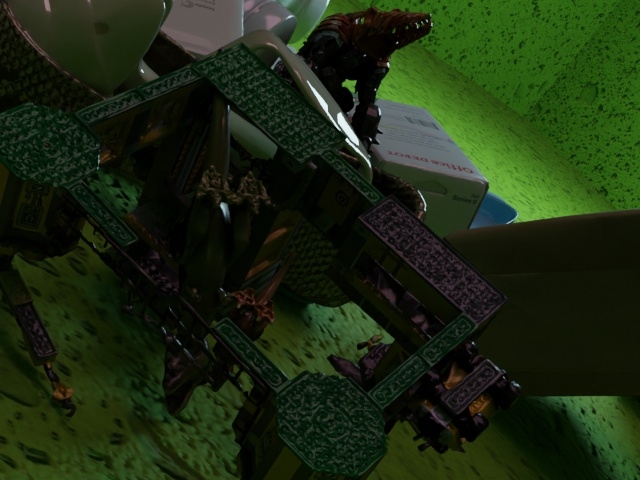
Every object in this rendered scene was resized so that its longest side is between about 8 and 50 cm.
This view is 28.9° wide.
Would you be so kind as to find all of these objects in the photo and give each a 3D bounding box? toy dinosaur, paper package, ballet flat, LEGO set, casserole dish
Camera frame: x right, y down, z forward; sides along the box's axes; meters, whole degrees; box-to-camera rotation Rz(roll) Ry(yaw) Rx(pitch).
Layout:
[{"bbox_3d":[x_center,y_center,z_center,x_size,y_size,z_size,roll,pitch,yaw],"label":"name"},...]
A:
[{"bbox_3d":[0.009,-0.188,1.414,0.164,0.218,0.322,22,-26,-3],"label":"toy dinosaur"},{"bbox_3d":[0.327,0.057,1.218,0.309,0.168,0.325,-5,-2,35],"label":"paper package"},{"bbox_3d":[-0.110,-0.115,0.978,0.483,0.182,0.164,32,39,-24],"label":"ballet flat"},{"bbox_3d":[-0.060,0.051,0.756,0.331,0.192,0.255,37,44,9],"label":"LEGO set"},{"bbox_3d":[0.179,-0.028,1.616,0.114,0.037,0.188,30,29,24],"label":"casserole dish"}]

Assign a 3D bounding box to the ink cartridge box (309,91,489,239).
[{"bbox_3d":[0.090,-0.096,1.537,0.154,0.093,0.212,10,25,-26],"label":"ink cartridge box"}]

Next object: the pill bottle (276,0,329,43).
[{"bbox_3d":[-0.127,-0.444,2.004,0.278,0.162,0.162,31,16,-27],"label":"pill bottle"}]

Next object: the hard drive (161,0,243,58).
[{"bbox_3d":[-0.175,-0.296,1.233,0.203,0.040,0.307,13,50,-19],"label":"hard drive"}]

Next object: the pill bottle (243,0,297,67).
[{"bbox_3d":[-0.187,-0.301,1.384,0.323,0.181,0.181,39,15,5],"label":"pill bottle"}]

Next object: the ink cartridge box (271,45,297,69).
[{"bbox_3d":[-0.102,-0.249,1.752,0.179,0.045,0.145,10,27,-25],"label":"ink cartridge box"}]
